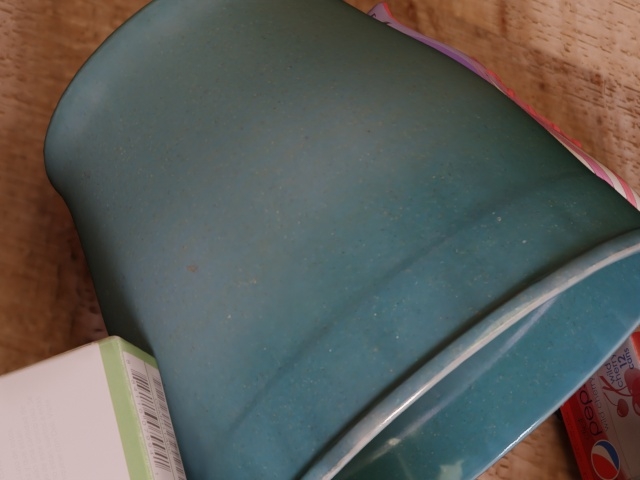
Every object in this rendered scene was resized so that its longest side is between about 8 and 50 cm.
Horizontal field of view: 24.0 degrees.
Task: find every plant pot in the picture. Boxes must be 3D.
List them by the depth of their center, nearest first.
[{"bbox_3d":[0.000,0.000,0.780,0.272,0.271,0.255,-25,66,-35],"label":"plant pot"}]

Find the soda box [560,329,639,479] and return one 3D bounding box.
[{"bbox_3d":[0.282,0.101,0.974,0.263,0.083,0.092,-3,69,-33],"label":"soda box"}]

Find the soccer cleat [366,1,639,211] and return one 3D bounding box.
[{"bbox_3d":[0.120,-0.067,0.980,0.248,0.083,0.095,28,52,-11],"label":"soccer cleat"}]

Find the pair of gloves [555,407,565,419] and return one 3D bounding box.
[{"bbox_3d":[0.130,0.085,0.950,0.083,0.010,0.074,-7,71,-33],"label":"pair of gloves"}]

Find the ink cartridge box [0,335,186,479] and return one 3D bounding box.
[{"bbox_3d":[-0.168,0.159,0.653,0.235,0.056,0.171,-20,70,8],"label":"ink cartridge box"}]
